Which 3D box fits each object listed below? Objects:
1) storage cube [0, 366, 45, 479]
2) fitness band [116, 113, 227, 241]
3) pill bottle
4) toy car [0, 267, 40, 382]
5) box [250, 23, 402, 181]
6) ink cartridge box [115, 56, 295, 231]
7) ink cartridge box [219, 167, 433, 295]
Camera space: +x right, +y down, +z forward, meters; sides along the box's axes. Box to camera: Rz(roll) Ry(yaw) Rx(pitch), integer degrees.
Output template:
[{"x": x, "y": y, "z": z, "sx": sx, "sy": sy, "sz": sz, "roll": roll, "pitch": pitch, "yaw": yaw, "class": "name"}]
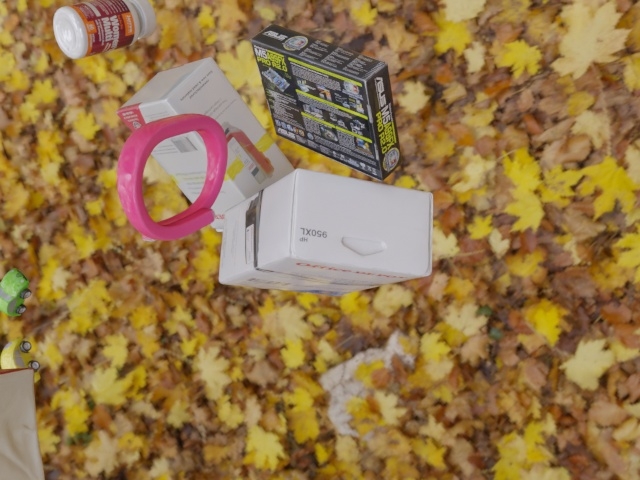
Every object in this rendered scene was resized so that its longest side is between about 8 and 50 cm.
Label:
[{"x": -0.544, "y": 0.290, "z": 1.206, "sx": 0.193, "sy": 0.215, "sz": 0.184, "roll": -8, "pitch": 86, "yaw": 34, "class": "storage cube"}, {"x": -0.250, "y": -0.112, "z": 1.456, "sx": 0.054, "sy": 0.291, "sz": 0.209, "roll": 10, "pitch": 111, "yaw": 24, "class": "fitness band"}, {"x": -0.506, "y": -0.510, "z": 1.963, "sx": 0.121, "sy": 0.221, "sz": 0.121, "roll": 23, "pitch": 127, "yaw": 35, "class": "pill bottle"}, {"x": -0.627, "y": 0.151, "z": 1.633, "sx": 0.239, "sy": 0.053, "sz": 0.225, "roll": 39, "pitch": 124, "yaw": 19, "class": "toy car"}, {"x": 0.011, "y": -0.242, "z": 1.448, "sx": 0.270, "sy": 0.060, "sz": 0.216, "roll": 27, "pitch": 147, "yaw": 35, "class": "box"}, {"x": -0.252, "y": -0.211, "z": 1.936, "sx": 0.279, "sy": 0.160, "sz": 0.385, "roll": 3, "pitch": 136, "yaw": 54, "class": "ink cartridge box"}, {"x": 0.000, "y": 0.000, "z": 1.621, "sx": 0.395, "sy": 0.285, "sz": 0.166, "roll": 160, "pitch": 115, "yaw": -64, "class": "ink cartridge box"}]
